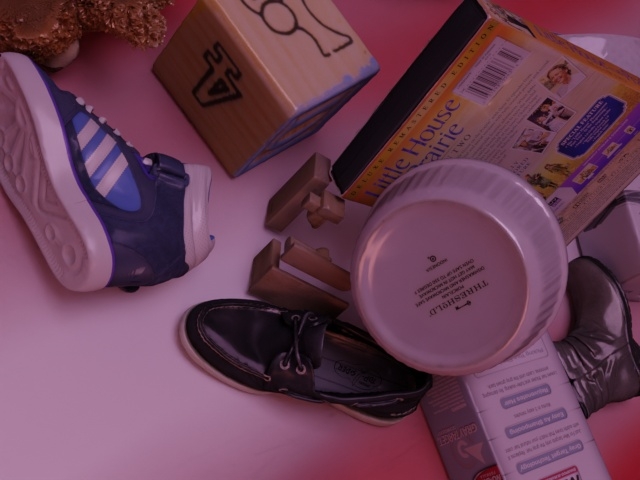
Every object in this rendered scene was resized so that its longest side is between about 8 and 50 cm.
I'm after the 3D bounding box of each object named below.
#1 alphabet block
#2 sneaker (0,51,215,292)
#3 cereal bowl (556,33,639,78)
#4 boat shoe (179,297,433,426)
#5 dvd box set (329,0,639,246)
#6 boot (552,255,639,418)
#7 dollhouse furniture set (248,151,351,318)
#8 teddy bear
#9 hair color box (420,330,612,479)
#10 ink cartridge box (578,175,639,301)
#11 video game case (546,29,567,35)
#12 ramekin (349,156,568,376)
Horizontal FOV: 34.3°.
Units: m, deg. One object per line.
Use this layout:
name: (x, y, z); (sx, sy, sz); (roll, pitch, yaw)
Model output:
alphabet block: (-0.075, -0.236, 1.409); (0.192, 0.193, 0.197); (-33, 86, -40)
sneaker: (-0.256, -0.091, 1.280); (0.236, 0.130, 0.322); (-13, 69, -46)
cereal bowl: (0.342, -0.198, 1.571); (0.339, 0.339, 0.141); (1, 82, -31)
boat shoe: (-0.007, 0.145, 1.311); (0.340, 0.113, 0.127); (27, 56, -18)
dvd box set: (0.261, -0.129, 1.392); (0.420, 0.307, 0.062); (15, 37, -36)
boot: (0.402, 0.146, 1.591); (0.161, 0.083, 0.246); (-11, 72, -29)
dollhouse furniture set: (0.000, 0.000, 1.387); (0.123, 0.144, 0.151); (28, 40, -23)
teddy bear: (-0.277, -0.325, 1.347); (0.245, 0.113, 0.338); (22, 56, 15)
hair color box: (0.241, 0.208, 1.435); (0.185, 0.113, 0.374); (-11, 72, -35)
ink cartridge box: (0.543, -0.062, 1.745); (0.223, 0.129, 0.307); (4, 65, -31)
video game case: (0.471, -0.282, 1.878); (0.183, 0.023, 0.201); (6, 64, -30)
ramekin: (0.160, 0.040, 1.265); (0.273, 0.273, 0.127); (55, 23, 3)
